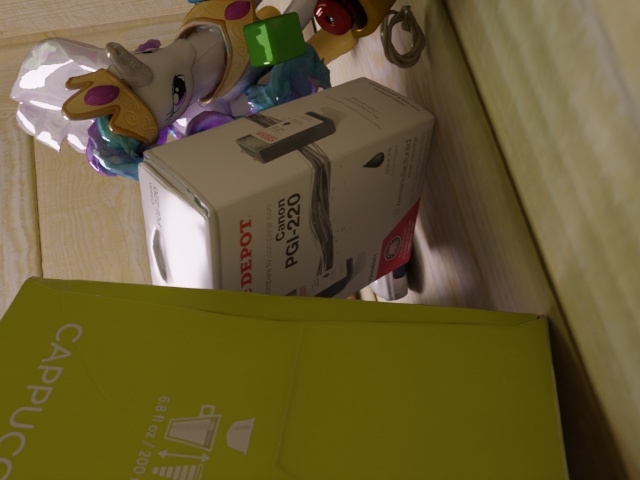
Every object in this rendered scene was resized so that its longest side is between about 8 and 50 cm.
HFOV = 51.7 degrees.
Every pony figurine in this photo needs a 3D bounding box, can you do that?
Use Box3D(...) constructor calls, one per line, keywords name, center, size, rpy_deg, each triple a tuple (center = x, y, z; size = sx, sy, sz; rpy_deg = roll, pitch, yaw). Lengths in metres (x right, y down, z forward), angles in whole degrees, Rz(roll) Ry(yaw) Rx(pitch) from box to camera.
Box3D(name="pony figurine", center=(-0.114, -0.139, 0.629), size=(0.303, 0.363, 0.351), rpy_deg=(43, 147, -2))

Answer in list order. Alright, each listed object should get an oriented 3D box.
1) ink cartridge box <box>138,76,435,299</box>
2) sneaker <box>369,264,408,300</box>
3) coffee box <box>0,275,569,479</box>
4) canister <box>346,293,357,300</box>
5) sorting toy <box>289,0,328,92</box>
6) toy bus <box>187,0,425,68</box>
Box3D(name="ink cartridge box", center=(-0.021, -0.020, 0.526), size=(0.092, 0.217, 0.159), rpy_deg=(38, 140, 35))
Box3D(name="sneaker", center=(0.000, 0.000, 0.733), size=(0.235, 0.153, 0.094), rpy_deg=(-110, 10, -52))
Box3D(name="coffee box", center=(-0.047, 0.258, 0.405), size=(0.338, 0.338, 0.334), rpy_deg=(-79, -10, -45))
Box3D(name="canister", center=(-0.007, 0.077, 1.011), size=(0.073, 0.126, 0.170), rpy_deg=(126, 131, -79))
Box3D(name="sorting toy", center=(-0.020, -0.233, 1.020), size=(0.208, 0.038, 0.193), rpy_deg=(115, 144, -69))
Box3D(name="toy bus", center=(0.029, -0.204, 0.392), size=(0.104, 0.202, 0.191), rpy_deg=(11, 108, 49))
